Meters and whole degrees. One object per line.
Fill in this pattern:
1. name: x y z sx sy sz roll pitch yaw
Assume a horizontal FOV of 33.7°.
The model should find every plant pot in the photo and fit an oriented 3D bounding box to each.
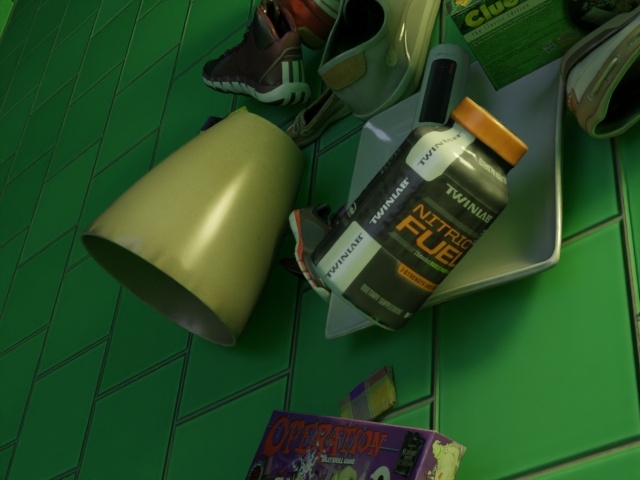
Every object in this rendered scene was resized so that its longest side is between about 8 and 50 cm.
1. plant pot: -0.148 -0.037 1.466 0.256 0.256 0.274 5 56 56

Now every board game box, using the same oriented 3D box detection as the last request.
1. board game box: 0.278 -0.268 1.139 0.260 0.136 0.030 -26 50 16
2. board game box: 0.003 0.291 1.119 0.347 0.056 0.208 -11 49 61

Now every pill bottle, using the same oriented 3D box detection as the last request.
1. pill bottle: 0.111 -0.033 1.133 0.245 0.130 0.130 -51 32 11

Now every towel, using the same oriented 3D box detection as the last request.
1. towel: 0.055 0.187 1.221 0.083 0.009 0.060 -42 35 24

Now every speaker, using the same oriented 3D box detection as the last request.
1. speaker: 0.146 -0.171 1.283 0.055 0.055 0.136 -18 48 46

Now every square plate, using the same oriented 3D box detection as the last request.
1. square plate: 0.160 -0.063 1.265 0.344 0.049 0.347 -24 44 43

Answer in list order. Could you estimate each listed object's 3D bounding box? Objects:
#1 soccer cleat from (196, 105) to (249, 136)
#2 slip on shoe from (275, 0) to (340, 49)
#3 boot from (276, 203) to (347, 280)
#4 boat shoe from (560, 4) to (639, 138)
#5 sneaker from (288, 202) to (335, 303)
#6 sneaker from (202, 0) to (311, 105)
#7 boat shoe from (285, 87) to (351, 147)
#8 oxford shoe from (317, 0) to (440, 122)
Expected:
1. soccer cleat: -0.124 -0.159 1.690 0.289 0.093 0.121 7 86 59
2. slip on shoe: -0.042 -0.427 1.818 0.101 0.123 0.331 -51 36 17
3. boot: 0.000 0.000 1.439 0.106 0.037 0.114 20 81 45
4. boat shoe: 0.375 -0.211 1.054 0.302 0.113 0.103 -43 36 39
5. sneaker: 0.005 0.009 1.368 0.065 0.061 0.158 -27 52 13
6. sneaker: -0.104 -0.322 1.755 0.281 0.106 0.162 23 118 50
7. boat shoe: -0.007 -0.194 1.614 0.153 0.048 0.056 -29 41 38
8. oxford shoe: 0.093 -0.376 1.569 0.169 0.130 0.449 -25 42 44
